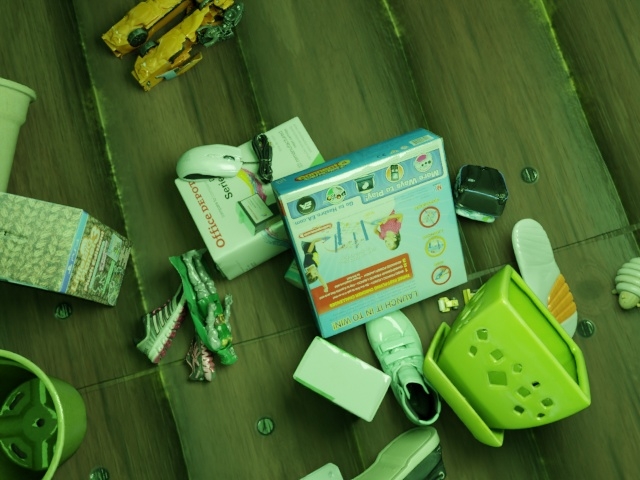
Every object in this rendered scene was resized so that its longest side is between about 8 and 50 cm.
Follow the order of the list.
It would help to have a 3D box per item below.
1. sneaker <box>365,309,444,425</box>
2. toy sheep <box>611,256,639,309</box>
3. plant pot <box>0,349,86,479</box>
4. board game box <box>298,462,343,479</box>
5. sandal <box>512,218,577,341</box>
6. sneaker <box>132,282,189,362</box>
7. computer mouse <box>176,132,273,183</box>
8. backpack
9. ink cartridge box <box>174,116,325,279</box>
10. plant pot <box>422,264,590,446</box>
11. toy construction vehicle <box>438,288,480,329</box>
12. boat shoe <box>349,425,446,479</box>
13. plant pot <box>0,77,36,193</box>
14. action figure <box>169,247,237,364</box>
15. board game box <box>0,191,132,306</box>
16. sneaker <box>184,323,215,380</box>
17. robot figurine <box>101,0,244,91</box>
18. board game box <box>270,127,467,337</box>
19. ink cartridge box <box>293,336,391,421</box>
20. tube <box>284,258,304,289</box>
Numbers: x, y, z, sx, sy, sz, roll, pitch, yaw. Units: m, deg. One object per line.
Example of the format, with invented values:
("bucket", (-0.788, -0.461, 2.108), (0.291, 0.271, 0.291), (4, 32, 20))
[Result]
("sneaker", (0.161, 0.223, 1.226), (0.094, 0.151, 0.256), (-24, 79, -2))
("toy sheep", (0.624, 0.076, 1.283), (0.091, 0.091, 0.132), (27, 80, 5))
("plant pot", (-0.545, 0.334, 1.157), (0.275, 0.254, 0.276), (0, 79, 0))
("board game box", (-0.048, 0.633, 1.084), (0.389, 0.050, 0.390), (-13, 76, -43))
("sandal", (0.425, 0.086, 1.286), (0.101, 0.076, 0.266), (-17, 93, -19))
("sneaker", (-0.313, 0.151, 1.287), (0.074, 0.063, 0.171), (25, 81, 5))
("computer mouse", (-0.185, -0.150, 1.236), (0.192, 0.042, 0.106), (-5, 67, 6))
("backpack", (0.317, -0.097, 1.314), (0.104, 0.084, 0.114), (13, 39, 1))
("ink cartridge box", (-0.116, -0.082, 1.287), (0.278, 0.117, 0.201), (-28, 68, -5))
("plant pot", (0.319, 0.210, 1.160), (0.207, 0.227, 0.228), (-41, 87, 21))
("toy construction vehicle", (0.288, 0.141, 1.299), (0.098, 0.035, 0.086), (-6, 79, -1))
("boat shoe", (0.103, 0.473, 1.166), (0.340, 0.127, 0.113), (-31, 101, -36))
("plant pot", (-0.730, -0.149, 1.242), (0.333, 0.334, 0.306), (4, 91, 1))
("action figure", (-0.213, 0.131, 1.270), (0.063, 0.137, 0.232), (-20, 89, 19))
("board game box", (-0.512, 0.019, 1.198), (0.231, 0.291, 0.141), (12, 80, 2))
("sneaker", (-0.244, 0.221, 1.287), (0.057, 0.047, 0.120), (-12, 78, 10))
("robot figurine", (-0.305, -0.463, 1.394), (0.291, 0.085, 0.211), (-39, 82, -6))
("board game box", (0.097, -0.012, 1.211), (0.308, 0.086, 0.302), (-20, 117, -8))
("ink cartridge box", (0.035, 0.254, 1.193), (0.153, 0.208, 0.087), (28, 78, 5))
("tube", (0.000, 0.000, 1.324), (0.080, 0.052, 0.207), (30, 75, 3))
